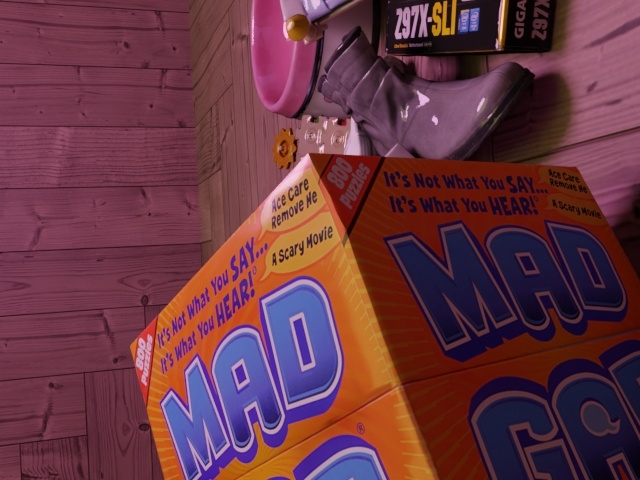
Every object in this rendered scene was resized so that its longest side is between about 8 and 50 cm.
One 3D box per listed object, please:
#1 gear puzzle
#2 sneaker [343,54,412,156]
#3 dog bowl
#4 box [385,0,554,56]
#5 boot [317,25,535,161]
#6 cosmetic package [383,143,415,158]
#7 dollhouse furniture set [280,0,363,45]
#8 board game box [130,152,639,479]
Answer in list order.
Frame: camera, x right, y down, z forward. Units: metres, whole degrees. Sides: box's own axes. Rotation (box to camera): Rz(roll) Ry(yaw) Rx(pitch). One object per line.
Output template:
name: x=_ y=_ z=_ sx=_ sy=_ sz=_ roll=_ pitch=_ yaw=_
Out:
gear puzzle: x=0.012 y=-0.152 z=1.382 sx=0.338 sy=0.044 sz=0.176 roll=17 pitch=101 yaw=48
sneaker: x=0.077 y=-0.158 z=1.194 sx=0.129 sy=0.110 sz=0.297 roll=-157 pitch=79 yaw=-71
dog bowl: x=-0.030 y=-0.427 z=1.448 sx=0.408 sy=0.150 sz=0.409 roll=178 pitch=90 yaw=-71
box: x=0.188 y=-0.376 z=0.949 sx=0.322 sy=0.079 sz=0.257 roll=-146 pitch=54 yaw=-66
boot: x=0.111 y=-0.199 z=0.957 sx=0.222 sy=0.118 sz=0.338 roll=45 pitch=158 yaw=-7
cosmetic package: x=0.095 y=-0.014 z=1.028 sx=0.151 sy=0.151 sz=0.183 roll=42 pitch=165 yaw=-1
dollhouse furniture set: x=0.006 y=-0.503 z=1.118 sx=0.286 sy=0.198 sz=0.304 roll=-19 pitch=79 yaw=33
board game box: x=0.090 y=0.169 z=0.676 sx=0.356 sy=0.356 sz=0.357 roll=-42 pitch=61 yaw=43
